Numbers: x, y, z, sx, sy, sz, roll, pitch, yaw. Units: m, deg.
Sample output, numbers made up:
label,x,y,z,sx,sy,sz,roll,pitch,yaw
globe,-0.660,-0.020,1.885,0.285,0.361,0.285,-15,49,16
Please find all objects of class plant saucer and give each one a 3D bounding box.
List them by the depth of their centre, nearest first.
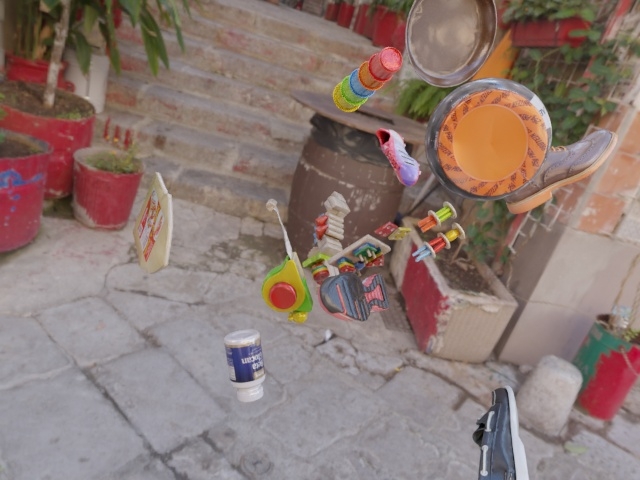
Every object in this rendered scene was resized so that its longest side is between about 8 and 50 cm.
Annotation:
label,x,y,z,sx,sy,sz,roll,pitch,yaw
plant saucer,0.376,-0.616,1.428,0.310,0.311,0.050,7,21,-26

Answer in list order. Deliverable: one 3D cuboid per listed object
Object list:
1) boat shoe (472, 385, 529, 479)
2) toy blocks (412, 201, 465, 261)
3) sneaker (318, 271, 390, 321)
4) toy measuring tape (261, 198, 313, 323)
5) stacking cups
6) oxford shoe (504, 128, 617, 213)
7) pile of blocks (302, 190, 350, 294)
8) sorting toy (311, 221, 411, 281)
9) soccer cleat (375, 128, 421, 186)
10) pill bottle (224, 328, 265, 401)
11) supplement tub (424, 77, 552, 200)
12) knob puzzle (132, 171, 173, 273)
label,x,y,z,sx,sy,sz,roll,pitch,yaw
boat shoe,0.343,0.382,0.946,0.091,0.115,0.302,-7,10,17
toy blocks,0.303,-0.017,1.307,0.148,0.123,0.054,-32,22,-6
sneaker,0.059,0.150,1.179,0.136,0.116,0.313,-19,-14,26
toy measuring tape,-0.111,0.066,1.216,0.121,0.331,0.121,-17,16,5
stacking cups,0.122,-0.440,1.335,0.095,0.096,0.316,12,-3,-14
oxford shoe,0.684,-0.228,1.403,0.133,0.363,0.130,54,1,-13
pile of blocks,0.000,0.000,1.672,0.148,0.363,0.112,-3,-16,41
sorting toy,0.116,0.047,1.266,0.132,0.274,0.046,25,37,-55
soccer cleat,0.238,-0.263,1.523,0.095,0.083,0.248,17,41,-28
pill bottle,-0.193,0.326,1.264,0.094,0.170,0.094,-7,7,1
supplement tub,0.300,-0.191,0.902,0.206,0.207,0.338,21,18,6
knob puzzle,-0.333,-0.016,1.000,0.029,0.213,0.213,7,24,-39
